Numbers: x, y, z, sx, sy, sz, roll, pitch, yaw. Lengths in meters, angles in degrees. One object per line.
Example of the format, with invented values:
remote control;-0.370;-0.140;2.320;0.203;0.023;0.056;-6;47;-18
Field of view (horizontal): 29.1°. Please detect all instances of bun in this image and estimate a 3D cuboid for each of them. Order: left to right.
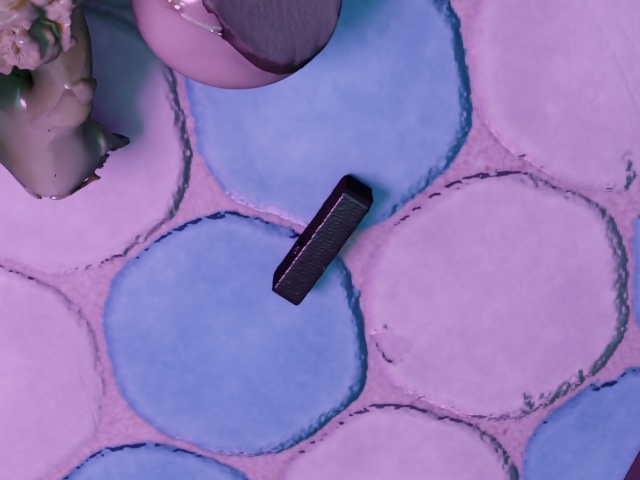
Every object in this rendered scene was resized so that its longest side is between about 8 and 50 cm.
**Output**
bun;-0.071;-0.188;0.843;0.120;0.173;0.173;-2;120;39

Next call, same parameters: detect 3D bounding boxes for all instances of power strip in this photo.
power strip;0.000;0.000;0.982;0.029;0.038;0.111;32;109;-13

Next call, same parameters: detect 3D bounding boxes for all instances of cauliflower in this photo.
cauliflower;-0.252;-0.123;0.802;0.327;0.260;0.281;-19;112;37

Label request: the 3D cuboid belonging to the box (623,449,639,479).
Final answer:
box;0.404;0.243;1.022;0.252;0.188;0.153;20;109;-13
